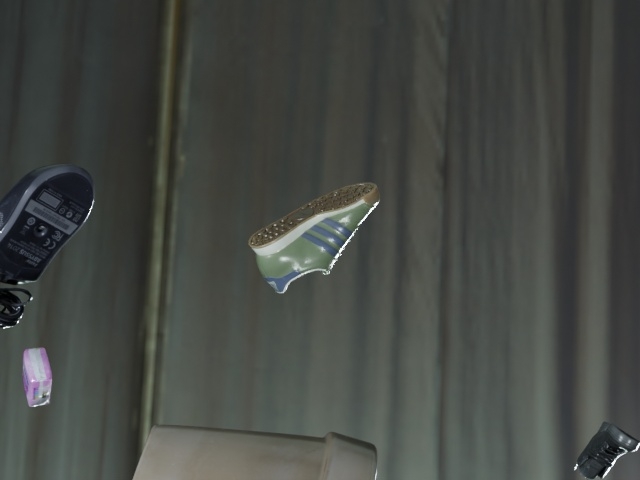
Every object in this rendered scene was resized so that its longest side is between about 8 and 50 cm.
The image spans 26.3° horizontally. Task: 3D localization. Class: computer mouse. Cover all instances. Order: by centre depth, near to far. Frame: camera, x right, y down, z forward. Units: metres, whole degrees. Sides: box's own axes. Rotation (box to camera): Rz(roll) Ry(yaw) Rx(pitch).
[{"bbox_3d":[-0.451,-0.015,2.038,0.188,0.272,0.072,41,-179,-44],"label":"computer mouse"}]

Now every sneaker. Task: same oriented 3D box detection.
[{"bbox_3d":[0.000,0.000,1.754,0.192,0.086,0.064,-28,-154,-25],"label":"sneaker"},{"bbox_3d":[0.408,0.310,1.974,0.051,0.089,0.170,34,179,4],"label":"sneaker"}]

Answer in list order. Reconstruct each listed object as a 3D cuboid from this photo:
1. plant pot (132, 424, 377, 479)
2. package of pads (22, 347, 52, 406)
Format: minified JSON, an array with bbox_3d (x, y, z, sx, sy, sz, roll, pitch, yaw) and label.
[{"bbox_3d":[-0.110,0.366,1.724,0.280,0.323,0.323,19,169,-4],"label":"plant pot"},{"bbox_3d":[-0.371,0.178,1.789,0.032,0.050,0.083,-8,153,-18],"label":"package of pads"}]
